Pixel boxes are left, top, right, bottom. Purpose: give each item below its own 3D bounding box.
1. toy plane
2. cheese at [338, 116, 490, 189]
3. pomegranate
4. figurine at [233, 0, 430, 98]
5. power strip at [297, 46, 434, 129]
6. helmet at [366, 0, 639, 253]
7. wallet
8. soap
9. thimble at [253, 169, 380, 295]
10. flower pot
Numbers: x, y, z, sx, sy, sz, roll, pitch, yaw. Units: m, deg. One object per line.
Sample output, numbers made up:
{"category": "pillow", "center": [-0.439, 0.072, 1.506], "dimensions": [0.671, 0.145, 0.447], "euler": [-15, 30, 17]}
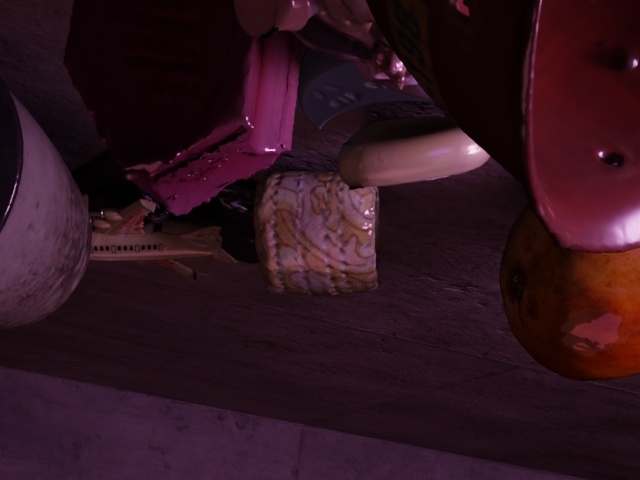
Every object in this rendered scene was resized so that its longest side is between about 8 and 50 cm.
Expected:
{"category": "toy plane", "center": [-0.234, -0.008, 1.476], "dimensions": [0.244, 0.092, 0.229], "euler": [10, 157, 11]}
{"category": "cheese", "center": [0.148, -0.097, 1.173], "dimensions": [0.251, 0.054, 0.127], "euler": [-6, -161, 21]}
{"category": "pomegranate", "center": [0.345, 0.043, 1.327], "dimensions": [0.270, 0.229, 0.252], "euler": [1, 156, -20]}
{"category": "figurine", "center": [0.055, -0.176, 0.850], "dimensions": [0.200, 0.133, 0.276], "euler": [36, -160, 30]}
{"category": "power strip", "center": [0.095, -0.155, 1.089], "dimensions": [0.253, 0.054, 0.167], "euler": [1, 161, 17]}
{"category": "helmet", "center": [0.143, -0.192, 0.641], "dimensions": [0.230, 0.337, 0.385], "euler": [36, 172, 31]}
{"category": "wallet", "center": [-0.168, -0.038, 1.536], "dimensions": [0.323, 0.041, 0.247], "euler": [24, 153, -29]}
{"category": "soap", "center": [-0.098, -0.146, 0.875], "dimensions": [0.162, 0.250, 0.099], "euler": [0, 162, 14]}
{"category": "thimble", "center": [0.000, 0.000, 1.411], "dimensions": [0.143, 0.137, 0.190], "euler": [0, 137, 6]}
{"category": "flower pot", "center": [-0.407, -0.038, 1.277], "dimensions": [0.293, 0.294, 0.330], "euler": [3, 168, 9]}
